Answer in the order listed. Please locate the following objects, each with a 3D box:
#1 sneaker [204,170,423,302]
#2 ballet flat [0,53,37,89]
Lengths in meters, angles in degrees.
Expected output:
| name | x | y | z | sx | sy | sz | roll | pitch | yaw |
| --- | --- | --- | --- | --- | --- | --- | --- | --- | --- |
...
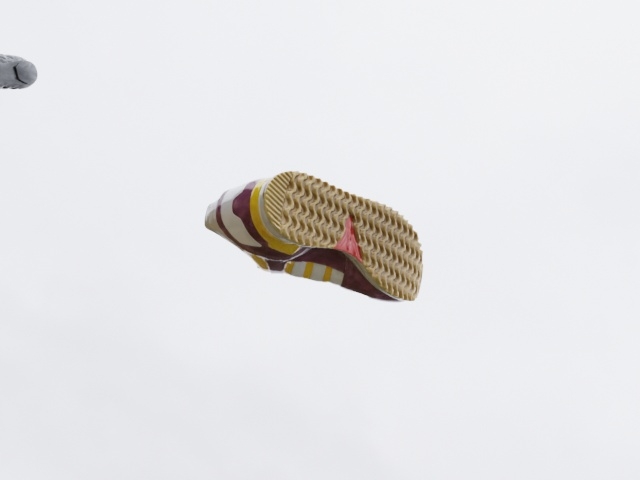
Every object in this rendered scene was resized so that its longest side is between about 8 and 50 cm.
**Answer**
| name | x | y | z | sx | sy | sz | roll | pitch | yaw |
| --- | --- | --- | --- | --- | --- | --- | --- | --- | --- |
| sneaker | 0.000 | 0.000 | 0.825 | 0.084 | 0.070 | 0.185 | -9 | -28 | 42 |
| ballet flat | -0.433 | -0.216 | 1.409 | 0.049 | 0.173 | 0.057 | -9 | -94 | 28 |
